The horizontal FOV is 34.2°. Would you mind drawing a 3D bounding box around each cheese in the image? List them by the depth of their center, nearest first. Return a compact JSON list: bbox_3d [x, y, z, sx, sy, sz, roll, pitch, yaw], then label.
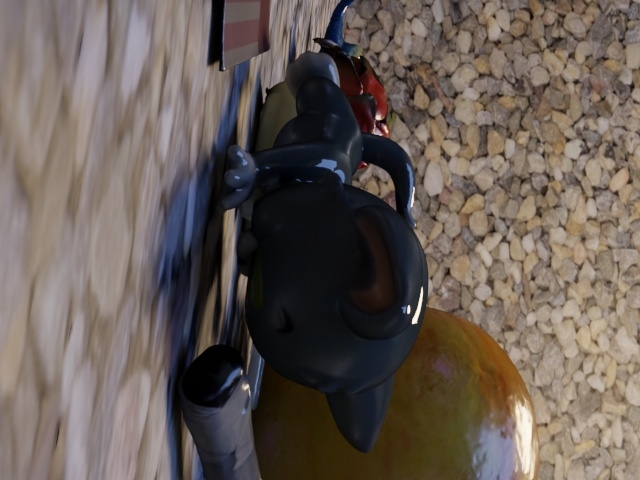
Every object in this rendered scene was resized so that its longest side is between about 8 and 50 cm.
[{"bbox_3d":[-0.038,0.007,0.831,0.127,0.050,0.256,96,2,-73],"label":"cheese"}]

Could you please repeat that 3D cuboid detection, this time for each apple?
[{"bbox_3d":[0.053,0.178,0.920,0.286,0.285,0.233,93,4,-61],"label":"apple"}]

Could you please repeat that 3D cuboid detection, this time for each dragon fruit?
[{"bbox_3d":[0.015,-0.141,1.138,0.121,0.130,0.142,10,87,-55],"label":"dragon fruit"}]

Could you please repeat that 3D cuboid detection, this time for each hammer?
[{"bbox_3d":[-0.044,0.212,0.712,0.152,0.044,0.427,-45,147,-36],"label":"hammer"}]

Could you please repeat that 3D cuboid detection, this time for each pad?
[{"bbox_3d":[-0.032,-0.256,0.609,0.202,0.005,0.300,-74,169,-76],"label":"pad"}]

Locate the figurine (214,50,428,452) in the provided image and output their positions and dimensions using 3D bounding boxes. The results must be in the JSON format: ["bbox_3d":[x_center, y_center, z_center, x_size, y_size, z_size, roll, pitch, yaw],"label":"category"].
[{"bbox_3d":[0.004,-0.002,0.695,0.193,0.140,0.265,102,1,-45],"label":"figurine"}]

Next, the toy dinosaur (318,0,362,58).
[{"bbox_3d":[0.007,-0.199,1.320,0.188,0.075,0.248,-46,149,-75],"label":"toy dinosaur"}]
